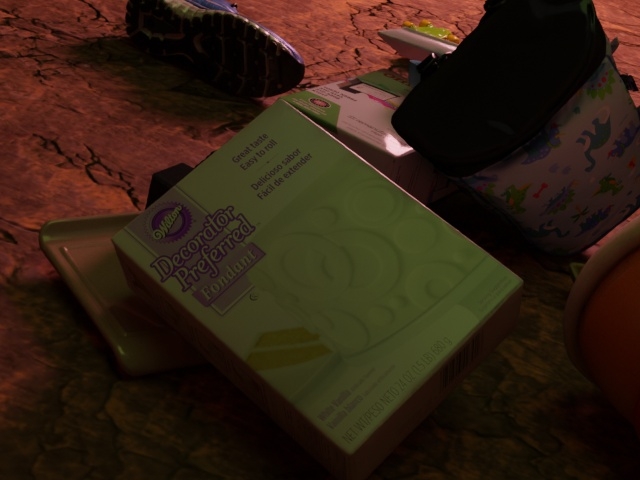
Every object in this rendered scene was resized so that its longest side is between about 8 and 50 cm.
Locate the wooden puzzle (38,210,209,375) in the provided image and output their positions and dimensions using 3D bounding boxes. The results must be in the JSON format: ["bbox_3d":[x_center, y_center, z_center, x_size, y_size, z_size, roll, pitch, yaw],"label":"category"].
[{"bbox_3d":[-0.165,0.052,1.231,0.221,0.044,0.239,-7,40,-35],"label":"wooden puzzle"}]

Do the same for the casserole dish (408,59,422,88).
[{"bbox_3d":[0.189,-0.221,1.626,0.114,0.037,0.188,27,15,19],"label":"casserole dish"}]

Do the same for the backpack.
[{"bbox_3d":[0.292,-0.134,1.492,0.273,0.290,0.355,48,2,20],"label":"backpack"}]

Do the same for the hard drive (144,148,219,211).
[{"bbox_3d":[0.000,0.000,1.288,0.339,0.064,0.237,33,37,24],"label":"hard drive"}]

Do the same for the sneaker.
[{"bbox_3d":[-0.153,-0.336,1.832,0.330,0.130,0.147,29,34,24],"label":"sneaker"}]

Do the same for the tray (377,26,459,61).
[{"bbox_3d":[0.226,-0.265,1.697,0.270,0.030,0.145,23,4,20],"label":"tray"}]

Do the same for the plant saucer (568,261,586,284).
[{"bbox_3d":[0.408,0.106,1.389,0.188,0.045,0.188,9,29,-11],"label":"plant saucer"}]

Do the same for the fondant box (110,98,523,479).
[{"bbox_3d":[-0.006,0.042,1.106,0.330,0.096,0.238,38,68,25],"label":"fondant box"}]

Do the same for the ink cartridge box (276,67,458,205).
[{"bbox_3d":[0.084,-0.138,1.598,0.201,0.117,0.278,29,31,25],"label":"ink cartridge box"}]

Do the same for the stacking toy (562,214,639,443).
[{"bbox_3d":[0.446,0.203,1.037,0.350,0.350,0.480,6,46,-16],"label":"stacking toy"}]

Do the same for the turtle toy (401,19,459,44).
[{"bbox_3d":[0.209,-0.365,2.116,0.130,0.066,0.095,-14,41,-42],"label":"turtle toy"}]
